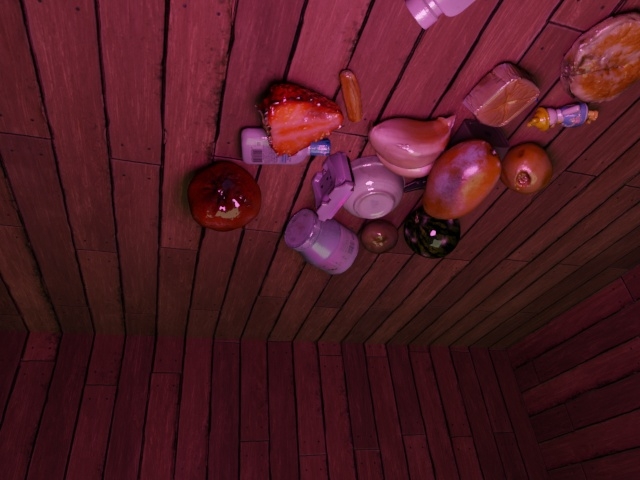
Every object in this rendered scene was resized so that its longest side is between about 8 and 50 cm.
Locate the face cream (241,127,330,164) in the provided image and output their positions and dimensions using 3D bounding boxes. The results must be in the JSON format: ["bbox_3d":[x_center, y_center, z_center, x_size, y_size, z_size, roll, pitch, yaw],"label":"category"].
[{"bbox_3d":[-0.130,-0.355,1.718,0.336,0.080,0.163,-1,144,-7],"label":"face cream"}]

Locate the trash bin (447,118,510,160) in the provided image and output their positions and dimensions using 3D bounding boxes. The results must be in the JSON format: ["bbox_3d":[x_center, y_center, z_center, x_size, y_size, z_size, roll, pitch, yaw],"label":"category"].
[{"bbox_3d":[0.592,-0.322,1.780,0.219,0.219,0.250,4,137,-16],"label":"trash bin"}]

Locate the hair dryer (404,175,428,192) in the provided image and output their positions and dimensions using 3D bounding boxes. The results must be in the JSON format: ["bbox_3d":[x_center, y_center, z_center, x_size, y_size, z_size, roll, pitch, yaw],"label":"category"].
[{"bbox_3d":[0.418,-0.244,1.901,0.195,0.075,0.219,-18,179,27],"label":"hair dryer"}]

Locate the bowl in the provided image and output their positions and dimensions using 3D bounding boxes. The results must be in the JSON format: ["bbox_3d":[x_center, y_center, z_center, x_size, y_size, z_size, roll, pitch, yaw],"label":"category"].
[{"bbox_3d":[0.216,-0.204,1.929,0.307,0.163,0.307,-4,142,-3],"label":"bowl"}]

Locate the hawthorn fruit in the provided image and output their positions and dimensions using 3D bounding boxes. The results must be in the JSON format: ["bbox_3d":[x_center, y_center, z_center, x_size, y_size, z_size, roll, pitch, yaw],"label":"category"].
[{"bbox_3d":[-0.388,-0.166,1.802,0.295,0.295,0.311,17,163,-29],"label":"hawthorn fruit"}]

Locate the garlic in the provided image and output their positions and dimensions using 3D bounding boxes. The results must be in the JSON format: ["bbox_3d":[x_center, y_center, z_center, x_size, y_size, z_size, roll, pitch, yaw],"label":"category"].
[{"bbox_3d":[0.341,-0.356,1.712,0.313,0.250,0.286,-12,-172,-3],"label":"garlic"}]

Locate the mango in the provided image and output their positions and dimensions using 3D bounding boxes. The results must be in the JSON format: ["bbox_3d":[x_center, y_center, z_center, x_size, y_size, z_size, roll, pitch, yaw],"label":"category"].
[{"bbox_3d":[0.491,-0.205,1.637,0.221,0.199,0.384,45,144,4],"label":"mango"}]

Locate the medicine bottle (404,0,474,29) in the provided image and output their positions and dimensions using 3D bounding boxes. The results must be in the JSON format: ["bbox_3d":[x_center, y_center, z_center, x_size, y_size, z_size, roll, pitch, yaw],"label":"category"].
[{"bbox_3d":[0.380,-0.727,1.244,0.161,0.111,0.296,26,132,-36],"label":"medicine bottle"}]

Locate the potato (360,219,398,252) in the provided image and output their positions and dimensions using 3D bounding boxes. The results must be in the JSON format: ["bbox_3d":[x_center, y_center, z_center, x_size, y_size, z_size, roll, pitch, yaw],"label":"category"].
[{"bbox_3d":[0.290,-0.013,2.218,0.177,0.160,0.235,12,159,16],"label":"potato"}]

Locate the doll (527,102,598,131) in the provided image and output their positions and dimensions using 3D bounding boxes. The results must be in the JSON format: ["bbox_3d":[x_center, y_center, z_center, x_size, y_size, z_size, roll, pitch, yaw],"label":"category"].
[{"bbox_3d":[0.907,-0.467,1.709,0.241,0.135,0.099,-9,117,2],"label":"doll"}]

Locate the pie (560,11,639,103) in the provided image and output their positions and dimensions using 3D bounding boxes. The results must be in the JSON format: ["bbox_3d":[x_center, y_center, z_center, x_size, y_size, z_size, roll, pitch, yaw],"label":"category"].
[{"bbox_3d":[0.979,-0.612,1.532,0.339,0.077,0.339,-3,142,-2],"label":"pie"}]

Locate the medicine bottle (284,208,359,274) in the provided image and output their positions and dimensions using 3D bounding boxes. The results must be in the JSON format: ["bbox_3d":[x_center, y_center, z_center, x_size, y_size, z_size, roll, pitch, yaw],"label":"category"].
[{"bbox_3d":[0.000,0.000,2.113,0.245,0.245,0.290,-32,135,32],"label":"medicine bottle"}]

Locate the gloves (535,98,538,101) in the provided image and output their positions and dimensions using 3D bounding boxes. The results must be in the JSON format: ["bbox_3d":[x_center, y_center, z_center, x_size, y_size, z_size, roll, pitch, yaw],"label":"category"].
[{"bbox_3d":[0.767,-0.528,1.657,0.064,0.026,0.086,-18,143,13],"label":"gloves"}]

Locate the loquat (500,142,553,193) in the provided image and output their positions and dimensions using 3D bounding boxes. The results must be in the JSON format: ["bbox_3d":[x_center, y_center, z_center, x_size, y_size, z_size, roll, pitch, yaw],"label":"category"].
[{"bbox_3d":[0.844,-0.296,1.855,0.213,0.213,0.213,-4,145,-3],"label":"loquat"}]

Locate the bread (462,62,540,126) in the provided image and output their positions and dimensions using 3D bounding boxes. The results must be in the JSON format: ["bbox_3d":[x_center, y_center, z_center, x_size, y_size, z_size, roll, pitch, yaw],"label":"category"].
[{"bbox_3d":[0.637,-0.510,1.594,0.192,0.110,0.210,9,143,-31],"label":"bread"}]

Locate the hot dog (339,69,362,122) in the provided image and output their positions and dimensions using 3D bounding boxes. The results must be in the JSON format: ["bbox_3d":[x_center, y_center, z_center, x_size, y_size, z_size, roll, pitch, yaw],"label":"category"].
[{"bbox_3d":[0.114,-0.501,1.577,0.066,0.047,0.216,21,155,28],"label":"hot dog"}]

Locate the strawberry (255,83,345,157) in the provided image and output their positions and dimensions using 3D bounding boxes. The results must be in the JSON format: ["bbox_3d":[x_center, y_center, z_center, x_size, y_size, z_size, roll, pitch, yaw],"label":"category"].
[{"bbox_3d":[-0.084,-0.446,1.548,0.280,0.150,0.253,-27,147,5],"label":"strawberry"}]

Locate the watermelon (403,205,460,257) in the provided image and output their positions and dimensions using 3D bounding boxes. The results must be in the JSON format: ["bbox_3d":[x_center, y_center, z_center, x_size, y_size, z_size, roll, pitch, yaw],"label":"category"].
[{"bbox_3d":[0.523,-0.041,2.131,0.268,0.269,0.269,-4,145,-3],"label":"watermelon"}]

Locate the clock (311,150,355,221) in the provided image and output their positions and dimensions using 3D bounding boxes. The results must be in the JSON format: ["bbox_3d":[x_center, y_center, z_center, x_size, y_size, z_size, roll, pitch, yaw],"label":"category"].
[{"bbox_3d":[0.041,-0.218,1.850,0.083,0.186,0.253,11,141,-26],"label":"clock"}]
